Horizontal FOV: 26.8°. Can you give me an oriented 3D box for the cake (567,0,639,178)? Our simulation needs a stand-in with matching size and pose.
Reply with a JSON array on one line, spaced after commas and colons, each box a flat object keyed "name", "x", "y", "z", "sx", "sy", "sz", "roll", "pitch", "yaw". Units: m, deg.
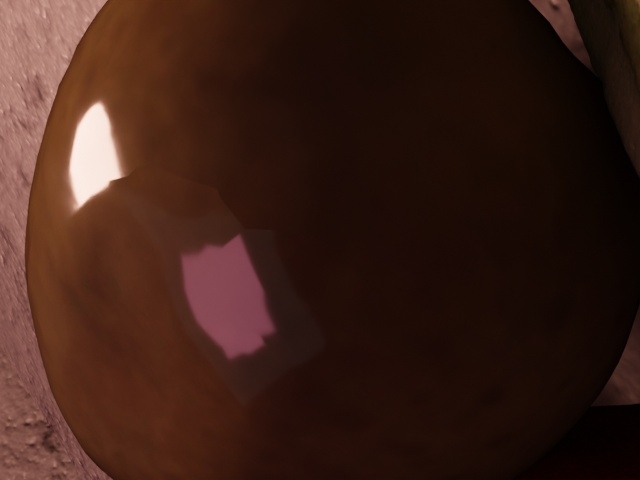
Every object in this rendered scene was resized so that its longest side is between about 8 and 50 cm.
[{"name": "cake", "x": 0.145, "y": -0.146, "z": 0.608, "sx": 0.283, "sy": 0.172, "sz": 0.158, "roll": 42, "pitch": 148, "yaw": 31}]

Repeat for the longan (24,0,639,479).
[{"name": "longan", "x": 0.000, "y": 0.000, "z": 0.740, "sx": 0.361, "sy": 0.361, "sz": 0.361, "roll": 40, "pitch": 149, "yaw": 30}]

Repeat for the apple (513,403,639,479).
[{"name": "apple", "x": 0.175, "y": 0.238, "z": 0.854, "sx": 0.317, "sy": 0.288, "sz": 0.288, "roll": -25, "pitch": 98, "yaw": 50}]
